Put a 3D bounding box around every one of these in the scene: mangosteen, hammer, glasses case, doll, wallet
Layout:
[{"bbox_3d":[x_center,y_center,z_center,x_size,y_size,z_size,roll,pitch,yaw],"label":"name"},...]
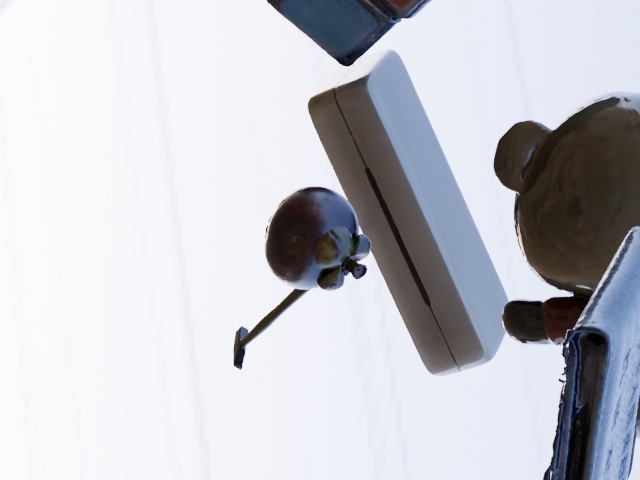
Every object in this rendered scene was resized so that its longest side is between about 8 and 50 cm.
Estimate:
[{"bbox_3d":[-0.003,-0.001,1.375,0.081,0.081,0.081,-11,-103,62],"label":"mangosteen"},{"bbox_3d":[-0.030,0.062,1.902,0.199,0.013,0.062,-44,-156,32],"label":"hammer"},{"bbox_3d":[0.099,-0.029,1.936,0.076,0.144,0.336,-19,-76,23],"label":"glasses case"},{"bbox_3d":[0.273,0.035,1.582,0.174,0.235,0.330,-92,173,-78],"label":"doll"},{"bbox_3d":[0.159,0.119,1.056,0.167,0.036,0.222,-43,143,-61],"label":"wallet"}]

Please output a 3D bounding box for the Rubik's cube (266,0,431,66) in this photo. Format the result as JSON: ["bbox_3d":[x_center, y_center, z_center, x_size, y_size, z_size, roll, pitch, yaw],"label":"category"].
[{"bbox_3d":[0.052,-0.446,1.790,0.359,0.363,0.362,-42,-168,52],"label":"Rubik's cube"}]
